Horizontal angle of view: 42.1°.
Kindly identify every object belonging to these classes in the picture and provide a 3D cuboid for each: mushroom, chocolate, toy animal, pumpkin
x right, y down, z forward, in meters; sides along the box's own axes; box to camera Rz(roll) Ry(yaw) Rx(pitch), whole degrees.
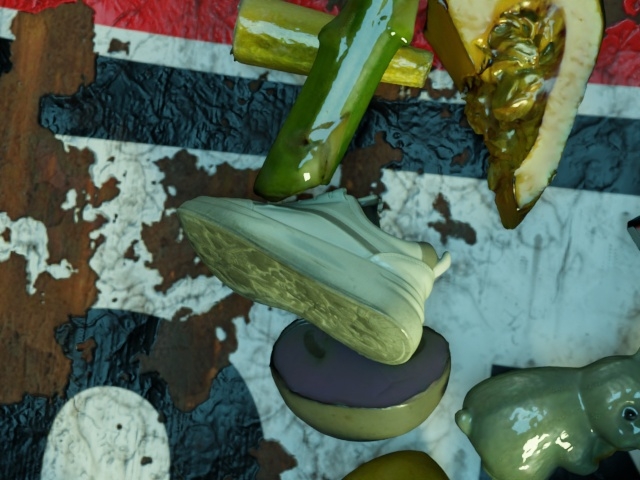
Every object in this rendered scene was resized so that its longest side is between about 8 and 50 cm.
[{"bbox_3d":[0.041,0.150,0.882,0.188,0.141,0.117,6,122,9],"label":"mushroom"},{"bbox_3d":[0.014,-0.211,0.916,0.219,0.085,0.086,15,90,7],"label":"chocolate"},{"bbox_3d":[0.267,0.160,0.816,0.251,0.127,0.125,-29,79,20],"label":"toy animal"},{"bbox_3d":[0.177,-0.174,0.865,0.190,0.139,0.281,22,87,3],"label":"pumpkin"}]

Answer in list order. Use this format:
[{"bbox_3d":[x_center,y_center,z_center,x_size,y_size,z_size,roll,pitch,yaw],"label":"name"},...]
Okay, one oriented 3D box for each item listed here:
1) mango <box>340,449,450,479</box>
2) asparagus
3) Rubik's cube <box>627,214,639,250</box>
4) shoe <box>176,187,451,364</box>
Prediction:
[{"bbox_3d":[0.078,0.361,0.811,0.173,0.211,0.317,-36,47,42],"label":"mango"},{"bbox_3d":[0.035,-0.188,0.847,0.085,0.082,0.343,25,96,-23],"label":"asparagus"},{"bbox_3d":[0.423,0.009,0.822,0.154,0.151,0.155,-30,85,6],"label":"Rubik's cube"},{"bbox_3d":[0.000,0.000,0.889,0.316,0.124,0.159,29,61,27],"label":"shoe"}]
